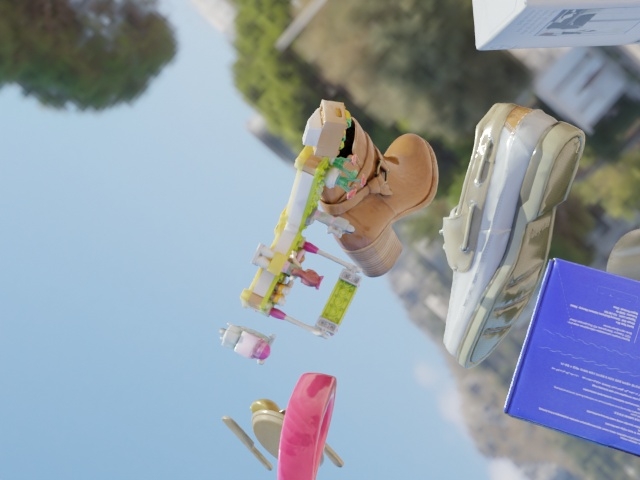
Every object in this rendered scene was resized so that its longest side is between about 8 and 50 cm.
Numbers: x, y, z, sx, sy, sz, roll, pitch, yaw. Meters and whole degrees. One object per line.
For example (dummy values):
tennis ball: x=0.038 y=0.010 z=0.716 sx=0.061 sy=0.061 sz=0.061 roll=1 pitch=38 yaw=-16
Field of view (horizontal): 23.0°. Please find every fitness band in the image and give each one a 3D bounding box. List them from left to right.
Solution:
fitness band: x=-0.020 y=0.273 z=1.896 sx=0.054 sy=0.209 sz=0.291 roll=5 pitch=-168 yaw=5

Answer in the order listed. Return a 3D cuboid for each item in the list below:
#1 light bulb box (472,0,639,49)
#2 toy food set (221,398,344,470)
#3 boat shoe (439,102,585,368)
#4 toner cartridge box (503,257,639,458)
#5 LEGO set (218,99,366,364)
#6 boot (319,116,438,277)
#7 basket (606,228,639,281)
light bulb box: x=0.372 y=-0.428 z=1.891 sx=0.361 sy=0.358 sz=0.225 roll=-3 pitch=175 yaw=-10
toy food set: x=-0.046 y=0.278 z=2.267 sx=0.192 sy=0.038 sz=0.132 roll=-11 pitch=124 yaw=51
boat shoe: x=0.190 y=-0.007 z=1.722 sx=0.103 sy=0.302 sz=0.113 roll=30 pitch=-155 yaw=25
toner cartridge box: x=0.368 y=0.143 z=1.511 sx=0.347 sy=0.165 sz=0.075 roll=17 pitch=177 yaw=21
LEGO set: x=0.000 y=0.000 z=1.649 sx=0.107 sy=0.287 sz=0.132 roll=25 pitch=-171 yaw=8
boot: x=0.075 y=-0.112 z=2.400 sx=0.109 sy=0.283 sz=0.220 roll=3 pitch=141 yaw=35
basket: x=0.500 y=0.047 z=2.085 sx=0.227 sy=0.154 sz=0.204 roll=3 pitch=120 yaw=59
